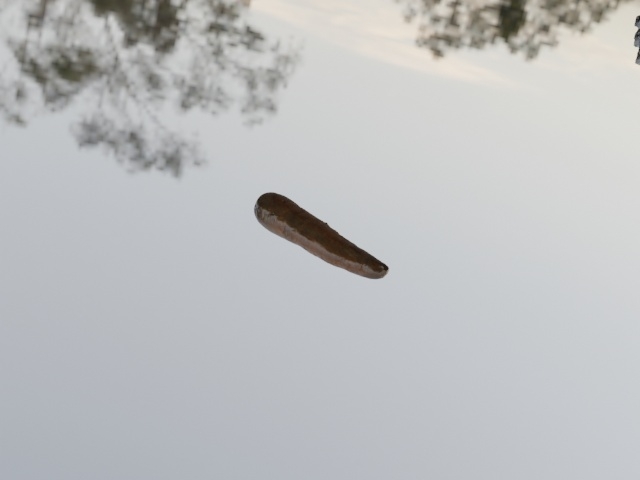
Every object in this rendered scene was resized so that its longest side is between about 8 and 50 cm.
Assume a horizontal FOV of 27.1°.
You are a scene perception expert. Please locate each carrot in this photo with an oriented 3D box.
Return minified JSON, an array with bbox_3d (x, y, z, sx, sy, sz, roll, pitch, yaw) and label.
[{"bbox_3d":[0.000,0.000,1.492,0.191,0.047,0.047,33,-155,31],"label":"carrot"}]

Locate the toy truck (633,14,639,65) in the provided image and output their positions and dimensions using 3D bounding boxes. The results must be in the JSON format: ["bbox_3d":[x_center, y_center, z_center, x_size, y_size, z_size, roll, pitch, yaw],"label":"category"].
[{"bbox_3d":[0.430,-0.158,1.292,0.257,0.127,0.127,22,-177,-3],"label":"toy truck"}]
